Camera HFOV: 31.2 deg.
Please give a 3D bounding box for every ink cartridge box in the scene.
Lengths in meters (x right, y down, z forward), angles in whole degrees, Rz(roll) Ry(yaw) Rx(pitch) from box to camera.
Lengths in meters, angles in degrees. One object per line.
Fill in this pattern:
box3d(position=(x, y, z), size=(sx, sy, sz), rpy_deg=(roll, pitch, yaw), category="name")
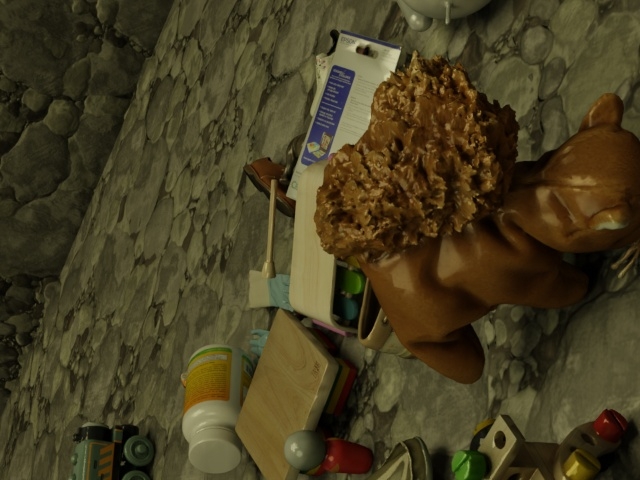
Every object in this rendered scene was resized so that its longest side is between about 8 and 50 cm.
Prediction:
box3d(position=(0.058, -0.208, 2.107), size=(0.165, 0.065, 0.333), rpy_deg=(27, 102, 42), category="ink cartridge box")

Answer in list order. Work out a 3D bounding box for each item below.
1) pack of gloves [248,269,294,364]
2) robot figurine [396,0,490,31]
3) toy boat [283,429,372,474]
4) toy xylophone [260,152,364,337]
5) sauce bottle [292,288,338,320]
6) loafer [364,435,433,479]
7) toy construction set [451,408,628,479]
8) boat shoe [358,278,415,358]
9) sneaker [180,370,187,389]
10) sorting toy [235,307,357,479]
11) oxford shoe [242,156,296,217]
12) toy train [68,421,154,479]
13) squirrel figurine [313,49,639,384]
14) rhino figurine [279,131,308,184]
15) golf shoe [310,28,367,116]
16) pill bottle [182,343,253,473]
box3d(position=(-0.080, 0.161, 2.285), size=(0.232, 0.046, 0.195), rpy_deg=(4, 94, 64), category="pack of gloves")
box3d(position=(0.194, -0.499, 1.892), size=(0.353, 0.200, 0.300), rpy_deg=(-105, 24, -47), category="robot figurine")
box3d(position=(-0.025, 0.465, 1.862), size=(0.267, 0.148, 0.318), rpy_deg=(22, 96, 65), category="toy boat")
box3d(position=(0.000, 0.000, 2.016), size=(0.236, 0.081, 0.323), rpy_deg=(30, 116, 45), category="toy xylophone")
box3d(position=(-0.018, 0.115, 2.137), size=(0.128, 0.042, 0.042), rpy_deg=(-46, 36, 23), category="sauce bottle")
box3d(position=(0.085, 0.396, 1.696), size=(0.251, 0.087, 0.094), rpy_deg=(-65, 27, 19), category="loafer")
box3d(position=(0.286, 0.275, 1.235), size=(0.309, 0.237, 0.257), rpy_deg=(-42, 40, 48), category="toy construction set")
box3d(position=(0.127, 0.014, 1.847), size=(0.121, 0.110, 0.341), rpy_deg=(-27, 53, 57), category="boat shoe")
box3d(position=(-0.231, 0.347, 2.442), size=(0.215, 0.084, 0.083), rpy_deg=(-141, 42, -59), category="sneaker")
box3d(position=(-0.038, 0.289, 2.053), size=(0.257, 0.089, 0.255), rpy_deg=(41, 113, 62), category="sorting toy")
box3d(position=(-0.093, -0.122, 2.425), size=(0.076, 0.076, 0.212), rpy_deg=(-34, 41, -6), category="oxford shoe")
box3d(position=(-0.507, 0.588, 2.720), size=(0.142, 0.190, 0.334), rpy_deg=(-39, 43, 50), category="toy train")
box3d(position=(0.210, -0.046, 1.410), size=(0.370, 0.397, 0.281), rpy_deg=(-22, 46, 43), category="squirrel figurine")
box3d(position=(0.006, -0.185, 2.247), size=(0.243, 0.073, 0.106), rpy_deg=(-25, 49, 54), category="rhino figurine")
box3d(position=(0.016, -0.324, 2.248), size=(0.067, 0.086, 0.186), rpy_deg=(-7, 56, 64), category="golf shoe")
box3d(position=(-0.202, 0.333, 2.266), size=(0.136, 0.136, 0.246), rpy_deg=(-56, 21, 33), category="pill bottle")
